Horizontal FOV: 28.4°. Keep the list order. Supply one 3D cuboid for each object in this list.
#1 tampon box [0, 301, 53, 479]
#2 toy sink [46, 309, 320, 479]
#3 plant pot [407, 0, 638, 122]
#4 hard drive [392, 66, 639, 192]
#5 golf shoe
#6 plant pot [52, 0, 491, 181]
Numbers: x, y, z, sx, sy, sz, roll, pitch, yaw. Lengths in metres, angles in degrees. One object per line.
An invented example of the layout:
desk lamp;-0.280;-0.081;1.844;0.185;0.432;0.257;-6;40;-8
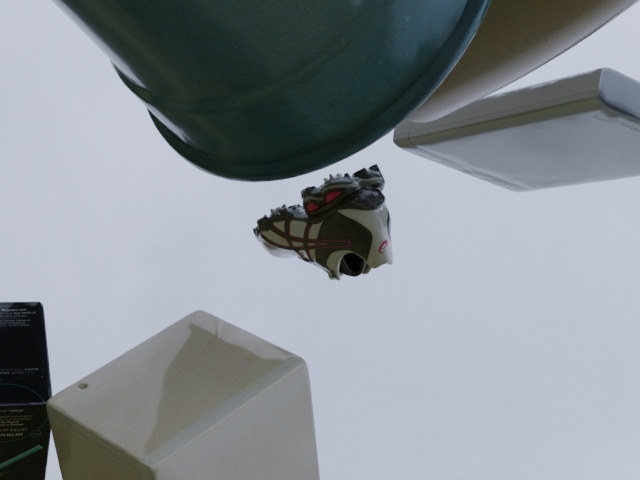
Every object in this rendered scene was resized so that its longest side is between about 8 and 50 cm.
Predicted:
tampon box;-0.272;0.137;0.968;0.101;0.120;0.161;-107;-156;-43
toy sink;-0.096;0.198;0.957;0.131;0.153;0.234;21;-50;38
plant pot;0.174;-0.260;1.102;0.274;0.256;0.256;-14;-65;37
hard drive;0.285;-0.122;1.523;0.233;0.047;0.353;18;-14;-32
golf shoe;0.000;0.000;1.550;0.273;0.105;0.120;-28;-100;64
plant pot;-0.090;-0.265;0.905;0.341;0.341;0.334;17;-13;37
